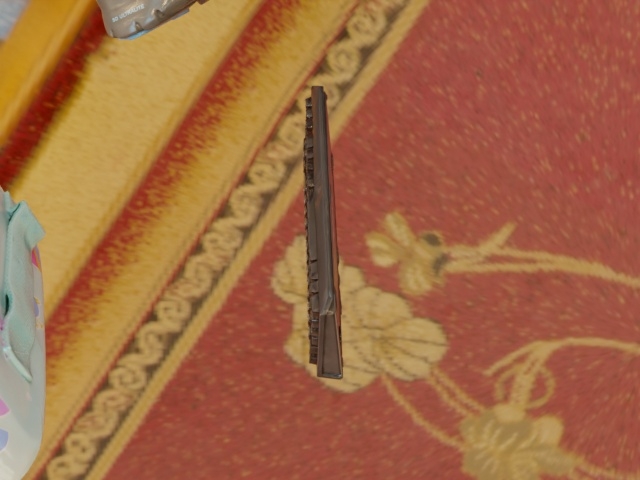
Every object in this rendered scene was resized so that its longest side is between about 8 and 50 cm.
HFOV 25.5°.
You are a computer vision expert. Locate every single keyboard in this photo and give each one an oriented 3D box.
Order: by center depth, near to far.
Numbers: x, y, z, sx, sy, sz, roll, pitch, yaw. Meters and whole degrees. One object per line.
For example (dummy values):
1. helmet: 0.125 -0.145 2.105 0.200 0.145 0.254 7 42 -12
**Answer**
1. keyboard: 0.000 0.000 0.895 0.023 0.108 0.180 -3 52 3

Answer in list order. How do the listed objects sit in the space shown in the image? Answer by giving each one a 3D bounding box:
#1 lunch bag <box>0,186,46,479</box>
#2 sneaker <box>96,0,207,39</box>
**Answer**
1. lunch bag: -0.263 0.060 0.804 0.224 0.108 0.279 -29 35 6
2. sneaker: -0.077 -0.283 1.168 0.340 0.125 0.140 -20 103 31
